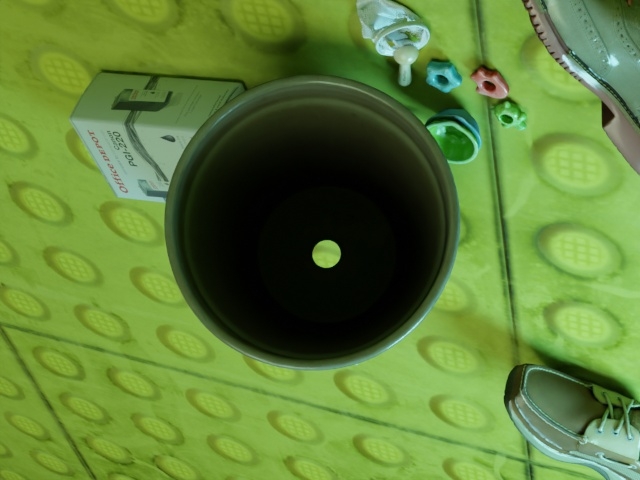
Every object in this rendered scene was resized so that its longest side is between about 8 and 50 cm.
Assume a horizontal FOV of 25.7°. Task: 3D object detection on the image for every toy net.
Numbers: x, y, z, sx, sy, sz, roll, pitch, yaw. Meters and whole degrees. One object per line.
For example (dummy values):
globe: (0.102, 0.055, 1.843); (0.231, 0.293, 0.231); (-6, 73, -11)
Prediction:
toy net: (0.121, -0.179, 1.522); (0.122, 0.045, 0.232); (-10, 134, 45)

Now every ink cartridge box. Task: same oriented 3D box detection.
ink cartridge box: (-0.185, -0.125, 1.775); (0.218, 0.092, 0.158); (9, 145, 28)

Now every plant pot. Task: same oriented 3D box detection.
plant pot: (0.000, 0.000, 1.638); (0.323, 0.323, 0.280); (21, 173, 8)

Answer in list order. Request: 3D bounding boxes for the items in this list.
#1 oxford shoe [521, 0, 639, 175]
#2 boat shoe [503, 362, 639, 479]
oxford shoe: (0.288, -0.206, 1.328); (0.130, 0.123, 0.348); (-26, 129, 26)
boat shoe: (0.398, 0.253, 1.912); (0.324, 0.122, 0.120); (30, 144, -23)
